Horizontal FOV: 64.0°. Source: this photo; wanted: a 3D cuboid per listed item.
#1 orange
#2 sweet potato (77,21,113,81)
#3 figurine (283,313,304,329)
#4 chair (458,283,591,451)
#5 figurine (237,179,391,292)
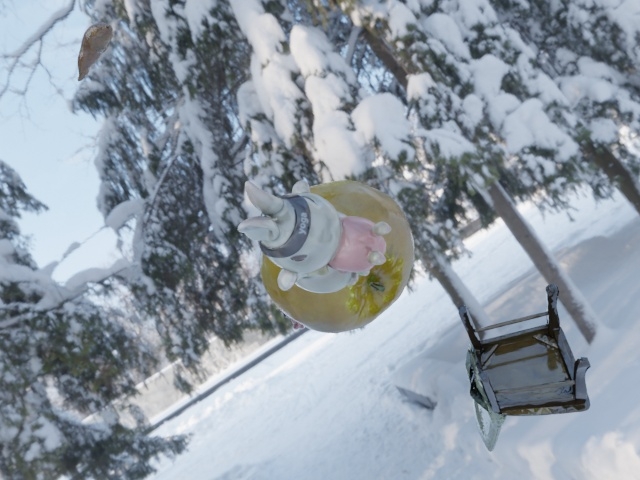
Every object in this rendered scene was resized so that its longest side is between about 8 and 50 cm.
[{"bbox_3d":[0.026,0.023,0.903,0.279,0.235,0.278,-22,-51,-30],"label":"orange"},{"bbox_3d":[-0.613,-0.516,1.373,0.226,0.068,0.068,-36,-7,37],"label":"sweet potato"},{"bbox_3d":[-0.021,0.140,1.168,0.157,0.126,0.114,-4,-9,32],"label":"figurine"},{"bbox_3d":[0.343,0.234,0.880,0.186,0.160,0.319,-15,-43,12],"label":"chair"},{"bbox_3d":[0.002,-0.010,0.387,0.098,0.081,0.146,-13,-16,4],"label":"figurine"}]
